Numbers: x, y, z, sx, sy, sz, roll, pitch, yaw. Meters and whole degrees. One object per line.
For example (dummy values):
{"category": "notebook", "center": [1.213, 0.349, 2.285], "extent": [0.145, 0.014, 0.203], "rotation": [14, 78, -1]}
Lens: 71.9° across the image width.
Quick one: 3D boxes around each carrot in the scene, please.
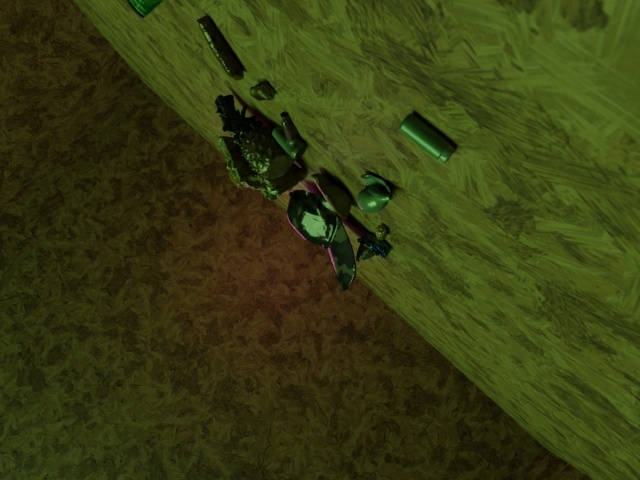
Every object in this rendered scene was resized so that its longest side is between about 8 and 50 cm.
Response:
{"category": "carrot", "center": [-0.232, -0.447, 1.034], "extent": [0.042, 0.042, 0.170], "rotation": [40, 171, 33]}

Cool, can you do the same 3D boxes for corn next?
{"category": "corn", "center": [0.184, -0.022, 1.331], "extent": [0.037, 0.037, 0.092], "rotation": [42, 177, 13]}

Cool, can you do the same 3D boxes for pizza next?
{"category": "pizza", "center": [-0.197, -0.223, 1.450], "extent": [0.324, 0.089, 0.222], "rotation": [20, -137, -19]}

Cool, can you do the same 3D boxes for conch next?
{"category": "conch", "center": [0.124, -0.108, 1.021], "extent": [0.065, 0.088, 0.180], "rotation": [0, 178, -15]}

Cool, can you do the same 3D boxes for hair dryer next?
{"category": "hair dryer", "center": [-0.088, -0.296, 1.190], "extent": [0.106, 0.054, 0.154], "rotation": [46, 166, 14]}

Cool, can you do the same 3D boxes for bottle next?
{"category": "bottle", "center": [0.151, -0.145, 0.627], "extent": [0.083, 0.030, 0.030], "rotation": [41, 175, 10]}

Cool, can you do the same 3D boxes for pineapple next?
{"category": "pineapple", "center": [-0.218, -0.329, 1.358], "extent": [0.310, 0.141, 0.170], "rotation": [49, -155, 17]}

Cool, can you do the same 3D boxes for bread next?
{"category": "bread", "center": [-0.140, -0.359, 1.065], "extent": [0.047, 0.036, 0.083], "rotation": [28, -178, -29]}
{"category": "bread", "center": [0.041, -0.142, 1.349], "extent": [0.149, 0.065, 0.187], "rotation": [52, -176, 37]}

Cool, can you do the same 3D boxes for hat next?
{"category": "hat", "center": [0.000, 0.000, 1.664], "extent": [0.258, 0.380, 0.366], "rotation": [0, 170, 2]}

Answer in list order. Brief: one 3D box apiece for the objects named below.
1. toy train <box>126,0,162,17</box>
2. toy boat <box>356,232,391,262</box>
{"category": "toy train", "center": [-0.293, -0.477, 0.814], "extent": [0.085, 0.119, 0.251], "rotation": [48, 174, -35]}
{"category": "toy boat", "center": [0.161, 0.031, 1.531], "extent": [0.091, 0.110, 0.175], "rotation": [43, 177, -25]}
